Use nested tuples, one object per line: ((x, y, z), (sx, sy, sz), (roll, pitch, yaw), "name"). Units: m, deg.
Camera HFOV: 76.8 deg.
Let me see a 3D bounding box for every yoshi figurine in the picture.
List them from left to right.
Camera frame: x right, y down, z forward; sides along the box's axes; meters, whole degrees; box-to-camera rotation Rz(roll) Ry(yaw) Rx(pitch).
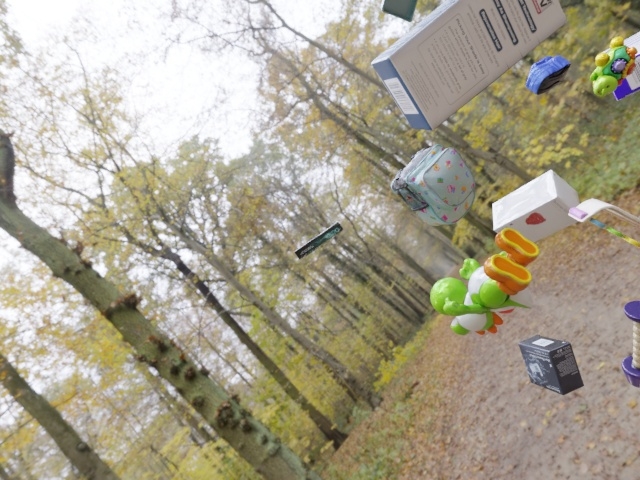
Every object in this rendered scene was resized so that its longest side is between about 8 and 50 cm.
((0.395, 0.124, 1.063), (0.204, 0.202, 0.362), (-4, -37, -11), "yoshi figurine")

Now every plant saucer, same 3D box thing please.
((0.149, -0.465, 0.650), (0.067, 0.018, 0.191), (1, -63, -32), "plant saucer")

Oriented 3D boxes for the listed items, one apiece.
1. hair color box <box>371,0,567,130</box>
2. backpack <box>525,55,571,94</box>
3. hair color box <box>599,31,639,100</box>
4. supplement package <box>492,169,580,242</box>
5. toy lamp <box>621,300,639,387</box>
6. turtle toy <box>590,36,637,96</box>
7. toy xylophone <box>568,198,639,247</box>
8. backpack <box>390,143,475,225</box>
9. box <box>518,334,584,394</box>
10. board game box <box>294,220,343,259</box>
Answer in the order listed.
((0.297, -0.401, 0.818), (0.347, 0.173, 0.105), (-39, 22, 1), "hair color box")
((0.764, -0.562, 1.382), (0.120, 0.101, 0.098), (-34, -32, -7), "backpack")
((0.991, -0.562, 1.252), (0.185, 0.110, 0.339), (-25, 16, 41), "hair color box")
((0.924, -0.127, 1.742), (0.293, 0.178, 0.175), (-40, 25, 46), "supplement package")
((0.847, 0.283, 1.070), (0.080, 0.080, 0.274), (-39, -57, -32), "toy lamp")
((0.652, -0.378, 0.900), (0.130, 0.066, 0.095), (-47, -39, -2), "turtle toy")
((0.908, -0.030, 1.198), (0.081, 0.323, 0.236), (-62, -13, 20), "toy xylophone")
((0.304, -0.132, 1.031), (0.166, 0.188, 0.144), (-47, 19, -19), "backpack")
((0.801, 0.430, 1.411), (0.093, 0.158, 0.156), (-18, 0, -12), "box")
((0.000, 0.000, 1.020), (0.126, 0.026, 0.186), (-35, -1, 2), "board game box")
